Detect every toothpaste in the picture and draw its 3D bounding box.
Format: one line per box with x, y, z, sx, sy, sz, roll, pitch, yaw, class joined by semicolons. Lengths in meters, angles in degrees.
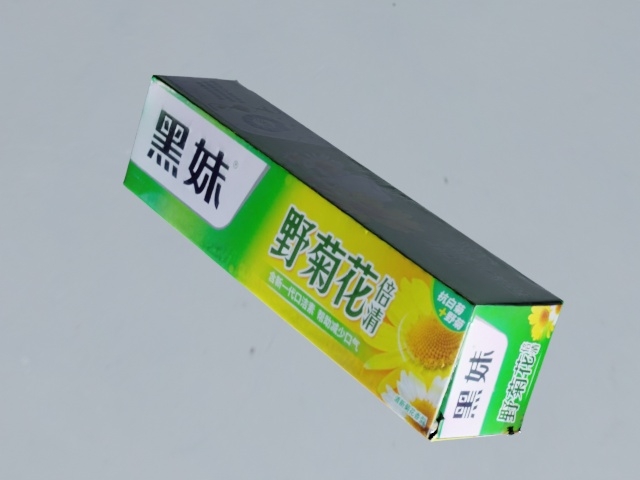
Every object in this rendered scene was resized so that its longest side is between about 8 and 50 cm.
0.000;0.000;0.540;0.037;0.178;0.043;0;115;-38;toothpaste
